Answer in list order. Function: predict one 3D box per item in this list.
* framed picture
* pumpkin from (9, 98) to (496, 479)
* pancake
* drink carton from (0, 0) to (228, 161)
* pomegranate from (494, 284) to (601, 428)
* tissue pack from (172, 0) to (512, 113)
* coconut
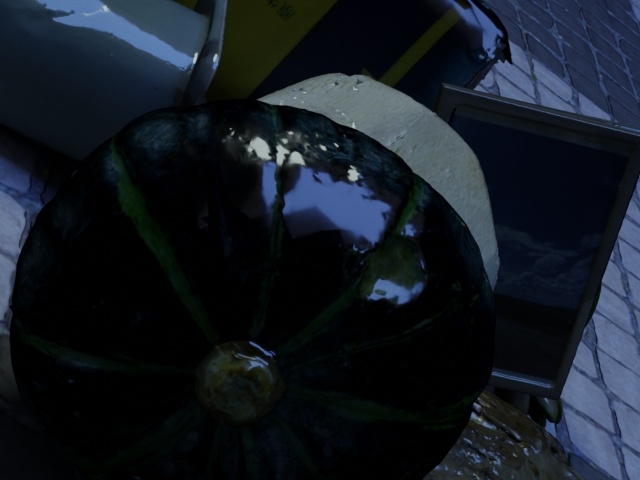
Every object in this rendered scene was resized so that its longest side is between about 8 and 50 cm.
[{"bbox_3d":[0.158,0.005,1.581,0.189,0.260,0.023,14,18,-9],"label":"framed picture"},{"bbox_3d":[-0.044,0.057,1.174,0.315,0.315,0.238,35,13,-16],"label":"pumpkin"},{"bbox_3d":[0.163,0.240,1.466,0.387,0.082,0.387,39,18,-15],"label":"pancake"},{"bbox_3d":[-0.195,-0.141,1.457,0.190,0.191,0.185,22,33,-19],"label":"drink carton"},{"bbox_3d":[0.175,0.065,1.697,0.187,0.187,0.225,1,74,-56],"label":"pomegranate"},{"bbox_3d":[-0.043,-0.231,1.679,0.416,0.253,0.264,42,5,2],"label":"tissue pack"},{"bbox_3d":[0.000,0.000,1.411,0.245,0.245,0.247,48,38,12],"label":"coconut"}]
